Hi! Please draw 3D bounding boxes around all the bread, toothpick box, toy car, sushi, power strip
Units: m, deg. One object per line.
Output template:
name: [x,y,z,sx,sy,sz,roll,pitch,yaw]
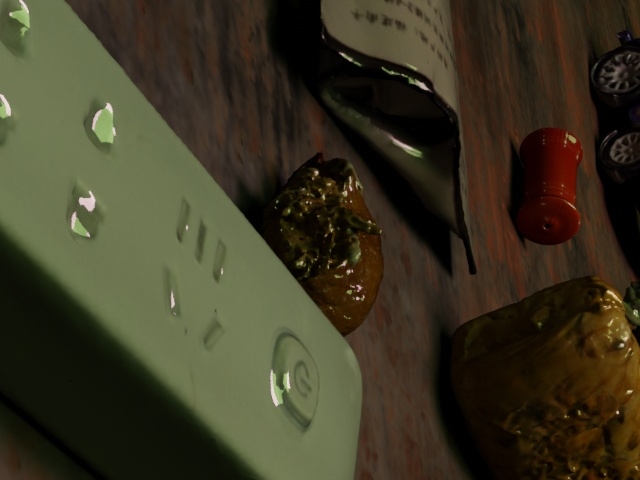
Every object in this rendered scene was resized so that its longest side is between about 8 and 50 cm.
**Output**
bread: [0.154,0.119,0.946,0.211,0.114,0.083,58,12,-39]
toothpick box: [0.163,-0.037,1.150,0.083,0.047,0.047,-78,148,-46]
toy car: [0.357,-0.088,1.520,0.172,0.158,0.235,54,30,-45]
sushi: [-0.003,0.002,0.695,0.060,0.061,0.118,55,8,-26]
power strip: [-0.079,-0.004,0.489,0.385,0.062,0.091,52,35,-47]

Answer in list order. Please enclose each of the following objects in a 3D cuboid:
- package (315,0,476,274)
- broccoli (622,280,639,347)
package: [0.054,-0.123,0.907,0.251,0.062,0.204,53,32,-54]
broccoli: [0.299,0.123,1.281,0.275,0.177,0.198,-38,119,-53]
